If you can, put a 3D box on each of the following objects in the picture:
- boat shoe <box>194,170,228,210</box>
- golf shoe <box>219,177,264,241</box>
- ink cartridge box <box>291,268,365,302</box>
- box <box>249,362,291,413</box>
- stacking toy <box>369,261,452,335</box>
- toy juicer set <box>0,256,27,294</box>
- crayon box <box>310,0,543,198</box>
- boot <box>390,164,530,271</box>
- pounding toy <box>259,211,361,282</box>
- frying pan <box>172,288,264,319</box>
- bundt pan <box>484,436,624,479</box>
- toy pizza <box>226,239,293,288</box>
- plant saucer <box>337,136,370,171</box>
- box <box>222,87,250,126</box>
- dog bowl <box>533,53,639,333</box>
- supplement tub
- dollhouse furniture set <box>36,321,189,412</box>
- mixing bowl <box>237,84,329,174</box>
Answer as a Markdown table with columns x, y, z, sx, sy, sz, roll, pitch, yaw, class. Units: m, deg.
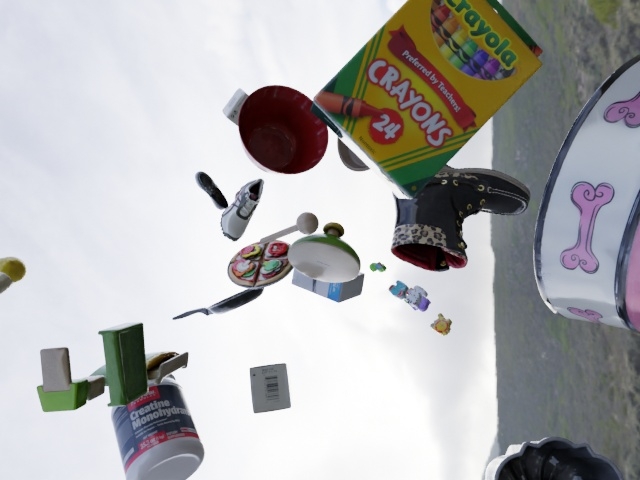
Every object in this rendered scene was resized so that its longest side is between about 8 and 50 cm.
| x | y | z | sx | sy | sz | roll | pitch | yaw | class |
| --- | --- | --- | --- | --- | --- | --- | --- | --- | --- |
| -0.328 | -0.154 | 1.442 | 0.049 | 0.040 | 0.142 | -47 | -61 | -26 | boat shoe |
| -0.288 | -0.123 | 1.746 | 0.105 | 0.120 | 0.272 | 30 | -126 | -21 | golf shoe |
| 0.024 | 0.124 | 1.514 | 0.140 | 0.191 | 0.082 | -9 | -66 | -54 | ink cartridge box |
| -0.163 | 0.497 | 1.605 | 0.311 | 0.121 | 0.147 | 100 | 163 | -76 | box |
| 0.229 | 0.149 | 1.235 | 0.052 | 0.221 | 0.167 | -48 | -52 | -5 | stacking toy |
| -0.592 | 0.117 | 0.806 | 0.209 | 0.329 | 0.089 | -40 | -63 | -28 | toy juicer set |
| 0.166 | -0.242 | 0.687 | 0.202 | 0.318 | 0.081 | 43 | -179 | -6 | crayon box |
| 0.350 | -0.056 | 1.196 | 0.138 | 0.378 | 0.284 | 111 | 172 | -55 | boot |
| 0.000 | 0.000 | 1.159 | 0.237 | 0.183 | 0.110 | 37 | -129 | -31 | pounding toy |
| -0.315 | 0.204 | 1.448 | 0.197 | 0.326 | 0.053 | 157 | 89 | -84 | frying pan |
| 0.460 | 0.563 | 0.950 | 0.124 | 0.331 | 0.330 | 109 | 170 | -74 | bundt pan |
| -0.164 | 0.055 | 1.307 | 0.201 | 0.201 | 0.032 | -59 | -32 | -43 | toy pizza |
| 0.155 | -0.339 | 1.428 | 0.041 | 0.278 | 0.277 | 13 | -103 | -38 | plant saucer |
| -0.162 | -0.343 | 1.455 | 0.275 | 0.113 | 0.094 | 35 | -79 | -29 | box |
| 0.490 | -0.046 | 0.652 | 0.408 | 0.150 | 0.407 | -13 | -64 | -30 | dog bowl |
| -0.427 | 0.482 | 1.219 | 0.191 | 0.272 | 0.191 | -21 | -44 | -21 | supplement tub |
| -0.452 | 0.257 | 1.067 | 0.301 | 0.198 | 0.151 | 0 | -97 | -80 | dollhouse furniture set |
| -0.084 | -0.200 | 0.931 | 0.182 | 0.098 | 0.181 | 5 | -105 | -21 | mixing bowl |
